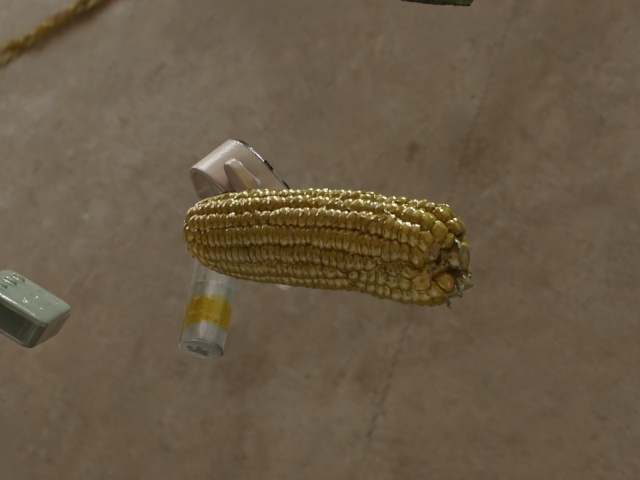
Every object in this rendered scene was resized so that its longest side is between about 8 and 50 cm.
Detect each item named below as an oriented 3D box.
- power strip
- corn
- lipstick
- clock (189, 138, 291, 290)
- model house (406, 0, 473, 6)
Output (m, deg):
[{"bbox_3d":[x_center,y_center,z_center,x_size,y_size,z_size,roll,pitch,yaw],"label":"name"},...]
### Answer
[{"bbox_3d":[-0.480,0.081,2.028,0.059,0.193,0.265,-58,3,0],"label":"power strip"},{"bbox_3d":[0.000,0.000,1.211,0.291,0.101,0.101,6,66,34],"label":"corn"},{"bbox_3d":[-0.127,0.017,1.701,0.059,0.059,0.264,-11,56,33],"label":"lipstick"},{"bbox_3d":[-0.067,-0.032,1.424,0.063,0.229,0.155,-39,72,-13],"label":"clock"},{"bbox_3d":[0.111,-0.440,1.913,0.154,0.294,0.207,8,100,28],"label":"model house"}]
